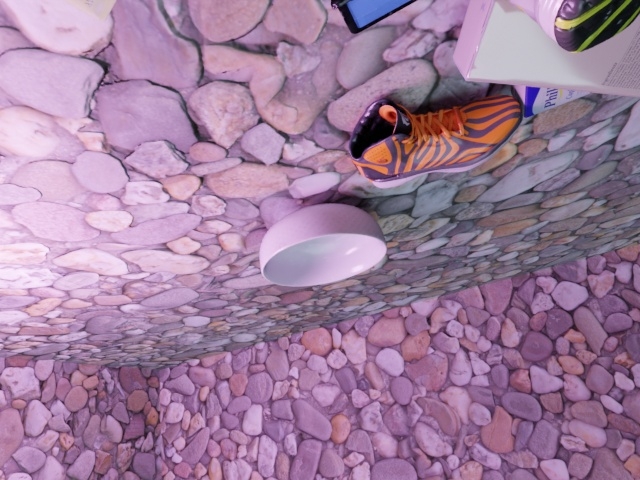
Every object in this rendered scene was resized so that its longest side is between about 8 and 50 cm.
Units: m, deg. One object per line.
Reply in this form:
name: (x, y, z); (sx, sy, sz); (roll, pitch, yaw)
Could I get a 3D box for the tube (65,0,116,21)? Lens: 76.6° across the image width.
tube: (-0.311, -0.302, 0.384); (0.070, 0.062, 0.240); (22, -172, 40)

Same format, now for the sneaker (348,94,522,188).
sneaker: (0.201, -0.200, 0.751); (0.321, 0.124, 0.180); (-22, 155, 23)

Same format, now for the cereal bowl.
cereal bowl: (0.000, 0.000, 1.082); (0.339, 0.141, 0.339); (-9, 157, -4)

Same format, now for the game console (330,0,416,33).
game console: (0.082, -0.313, 0.520); (0.122, 0.107, 0.071); (-21, 126, 20)

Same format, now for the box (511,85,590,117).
box: (0.410, -0.296, 0.698); (0.137, 0.072, 0.126); (-19, 154, 18)

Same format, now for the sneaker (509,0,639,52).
sneaker: (0.367, -0.348, 0.457); (0.385, 0.147, 0.145); (-26, 155, -21)

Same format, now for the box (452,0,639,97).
box: (0.343, -0.281, 0.571); (0.275, 0.094, 0.113); (6, 132, -4)
